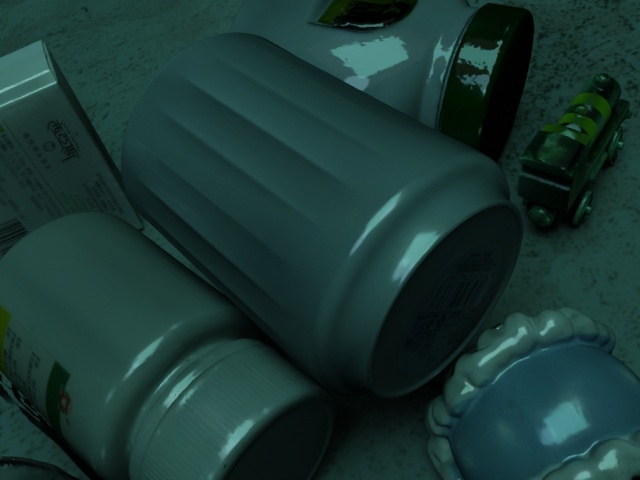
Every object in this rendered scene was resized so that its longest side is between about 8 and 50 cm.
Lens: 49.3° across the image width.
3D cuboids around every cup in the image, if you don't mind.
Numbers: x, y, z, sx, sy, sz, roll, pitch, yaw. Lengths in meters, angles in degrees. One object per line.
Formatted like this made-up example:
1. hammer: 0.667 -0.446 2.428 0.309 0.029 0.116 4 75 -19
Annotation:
1. cup: 0.000 0.000 0.687 0.236 0.323 0.326 -37 54 -25

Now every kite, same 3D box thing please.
1. kite: -0.278 0.204 0.724 0.310 0.169 0.015 23 59 42

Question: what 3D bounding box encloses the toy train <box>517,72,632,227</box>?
1. toy train: 0.305 -0.111 0.827 0.083 0.132 0.200 22 63 26

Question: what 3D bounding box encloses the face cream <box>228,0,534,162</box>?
1. face cream: 0.072 -0.223 0.908 0.356 0.219 0.312 19 57 21

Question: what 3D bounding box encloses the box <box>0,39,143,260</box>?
1. box: -0.369 -0.086 0.879 0.194 0.260 0.111 -25 48 -9

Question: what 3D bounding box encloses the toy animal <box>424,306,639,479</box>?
1. toy animal: 0.205 0.157 0.630 0.208 0.156 0.204 -20 55 -7

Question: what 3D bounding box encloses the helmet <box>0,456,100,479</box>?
1. helmet: -0.210 0.344 0.552 0.338 0.197 0.271 26 70 34

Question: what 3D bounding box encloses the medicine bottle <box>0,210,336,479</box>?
1. medicine bottle: -0.165 0.131 0.697 0.339 0.208 0.208 32 66 31
